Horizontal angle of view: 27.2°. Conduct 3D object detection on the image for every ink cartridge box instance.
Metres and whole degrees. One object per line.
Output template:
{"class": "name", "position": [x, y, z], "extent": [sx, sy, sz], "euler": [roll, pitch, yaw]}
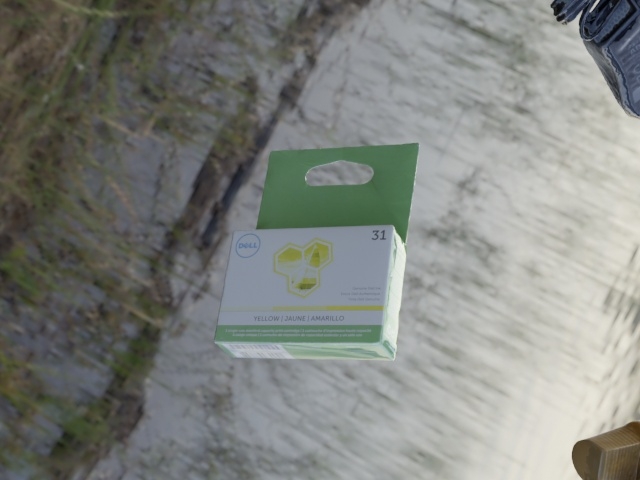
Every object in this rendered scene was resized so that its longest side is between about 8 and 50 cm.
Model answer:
{"class": "ink cartridge box", "position": [0.000, 0.000, 1.288], "extent": [0.056, 0.171, 0.235], "euler": [51, 42, -58]}

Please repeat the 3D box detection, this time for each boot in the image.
{"class": "boot", "position": [0.442, 0.282, 1.468], "extent": [0.211, 0.295, 0.104], "euler": [-6, 116, -27]}

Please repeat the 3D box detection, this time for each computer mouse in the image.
{"class": "computer mouse", "position": [0.301, -0.209, 1.205], "extent": [0.188, 0.072, 0.272], "euler": [-34, 147, 3]}
